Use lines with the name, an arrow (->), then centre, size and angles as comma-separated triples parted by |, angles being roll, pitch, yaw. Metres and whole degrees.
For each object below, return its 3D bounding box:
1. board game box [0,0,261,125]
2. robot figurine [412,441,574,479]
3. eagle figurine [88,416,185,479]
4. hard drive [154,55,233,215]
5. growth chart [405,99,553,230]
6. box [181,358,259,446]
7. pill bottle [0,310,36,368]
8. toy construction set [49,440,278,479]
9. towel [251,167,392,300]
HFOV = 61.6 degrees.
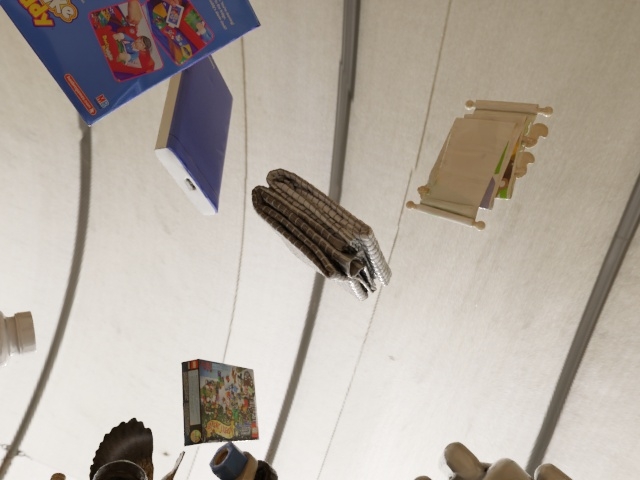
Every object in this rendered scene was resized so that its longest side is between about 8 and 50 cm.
board game box -> -0.249, -0.333, 0.560 | 0.233, 0.347, 0.078 | -33, -150, -9
robot figurine -> 0.282, 0.455, 0.748 | 0.300, 0.199, 0.353 | -39, -118, -13
eagle figurine -> -0.338, 0.539, 1.068 | 0.298, 0.225, 0.226 | 41, -60, 47
hard drive -> -0.245, -0.241, 1.086 | 0.040, 0.210, 0.318 | -7, -122, 12
growth chart -> 0.261, -0.130, 0.883 | 0.172, 0.021, 0.237 | 28, -91, 38
box -> -0.205, 0.342, 1.125 | 0.044, 0.233, 0.159 | -15, -112, 17
pill bottle -> -0.839, 0.248, 1.285 | 0.272, 0.152, 0.152 | -6, -113, -32
toy construction set -> -0.134, 0.400, 0.546 | 0.257, 0.237, 0.308 | -15, -66, -3
towel -> 0.000, 0.000, 1.115 | 0.284, 0.235, 0.121 | 39, -98, 28
